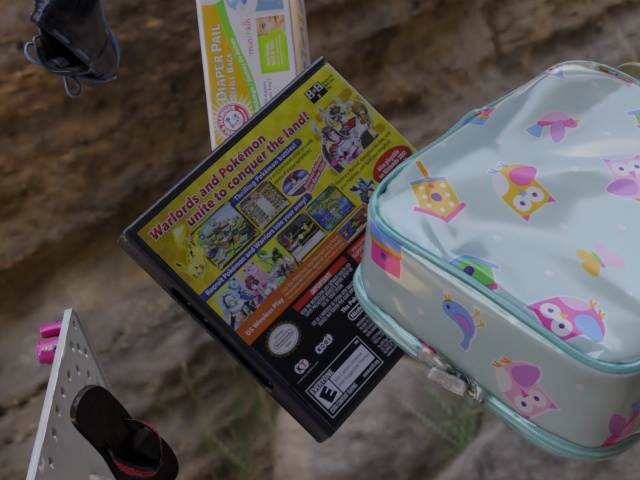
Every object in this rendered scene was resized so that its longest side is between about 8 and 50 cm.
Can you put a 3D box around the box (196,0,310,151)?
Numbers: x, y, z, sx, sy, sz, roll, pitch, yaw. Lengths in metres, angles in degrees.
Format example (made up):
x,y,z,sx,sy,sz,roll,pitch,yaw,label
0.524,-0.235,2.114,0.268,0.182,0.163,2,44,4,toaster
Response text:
x,y,z,sx,sy,sz,roll,pitch,yaw,label
-0.073,-0.206,1.478,0.114,0.203,0.103,-6,1,10,box

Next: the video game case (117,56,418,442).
x,y,z,sx,sy,sz,roll,pitch,yaw,label
0.000,0.000,1.138,0.275,0.248,0.035,-45,-1,-29,video game case

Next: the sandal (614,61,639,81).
x,y,z,sx,sy,sz,roll,pitch,yaw,label
0.315,-0.093,1.553,0.120,0.303,0.086,25,-3,37,sandal

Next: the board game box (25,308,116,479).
x,y,z,sx,sy,sz,roll,pitch,yaw,label
-0.273,0.341,1.507,0.050,0.390,0.390,-14,29,5,board game box

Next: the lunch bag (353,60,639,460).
x,y,z,sx,sy,sz,roll,pitch,yaw,label
0.170,0.009,0.813,0.279,0.224,0.108,-34,-29,-37,lunch bag

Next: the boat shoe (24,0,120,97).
x,y,z,sx,sy,sz,roll,pitch,yaw,label
-0.304,-0.236,1.474,0.089,0.109,0.258,-57,-11,-14,boat shoe

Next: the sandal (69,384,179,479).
x,y,z,sx,sy,sz,roll,pitch,yaw,label
-0.196,0.214,1.311,0.040,0.179,0.067,6,57,34,sandal
